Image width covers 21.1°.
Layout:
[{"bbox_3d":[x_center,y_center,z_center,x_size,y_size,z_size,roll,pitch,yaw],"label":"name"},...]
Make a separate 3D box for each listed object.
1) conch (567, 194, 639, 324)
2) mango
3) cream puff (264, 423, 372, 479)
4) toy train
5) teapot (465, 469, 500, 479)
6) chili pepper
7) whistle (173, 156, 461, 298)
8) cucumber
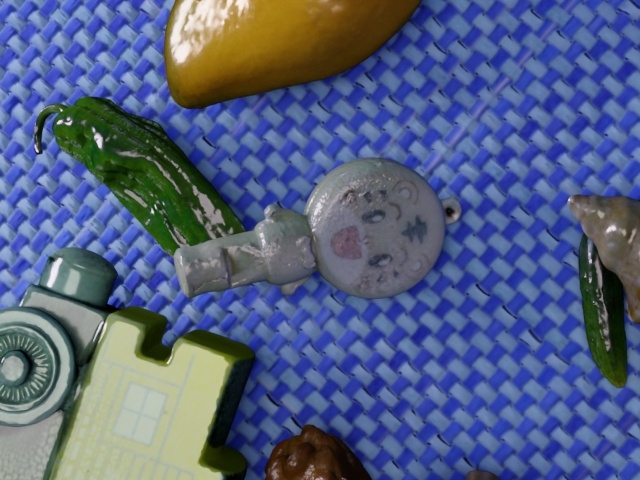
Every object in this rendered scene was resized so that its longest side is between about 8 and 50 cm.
[{"bbox_3d":[0.362,0.084,1.425,0.386,0.169,0.203,42,122,11],"label":"conch"},{"bbox_3d":[-0.017,-0.227,1.531,0.317,0.119,0.176,-33,85,17],"label":"mango"},{"bbox_3d":[-0.005,0.228,1.513,0.094,0.116,0.122,-38,56,13],"label":"cream puff"},{"bbox_3d":[-0.217,0.239,1.527,0.272,0.179,0.442,20,92,3],"label":"toy train"},{"bbox_3d":[0.116,0.282,1.468,0.268,0.185,0.175,-12,49,37],"label":"teapot"},{"bbox_3d":[-0.154,-0.052,1.566,0.257,0.100,0.074,45,57,11],"label":"chili pepper"},{"bbox_3d":[0.000,0.000,1.515,0.258,0.067,0.126,-14,106,-9],"label":"whistle"},{"bbox_3d":[0.247,0.047,1.508,0.039,0.039,0.167,-5,89,10],"label":"cucumber"}]
